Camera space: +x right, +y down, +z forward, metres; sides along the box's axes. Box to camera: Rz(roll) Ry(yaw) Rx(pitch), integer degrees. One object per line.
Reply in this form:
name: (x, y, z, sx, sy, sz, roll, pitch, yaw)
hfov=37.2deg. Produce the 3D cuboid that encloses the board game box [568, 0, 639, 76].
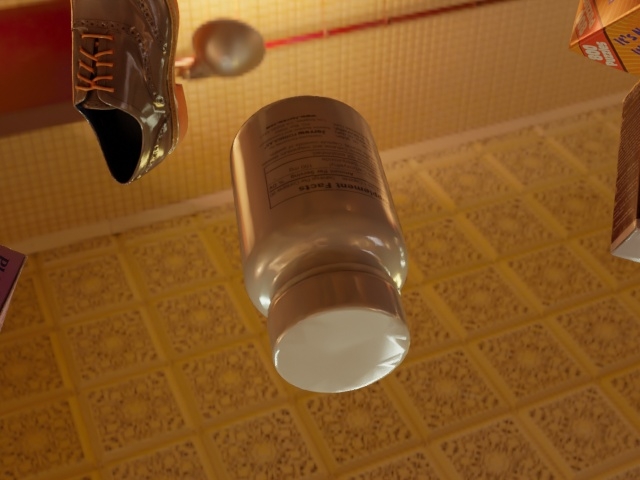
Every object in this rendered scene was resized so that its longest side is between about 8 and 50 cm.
board game box: (0.494, -0.318, 0.835, 0.356, 0.356, 0.356, 16, 175, -10)

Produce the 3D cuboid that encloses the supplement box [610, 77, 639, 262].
supplement box: (0.432, -0.081, 1.150, 0.130, 0.073, 0.239, 16, -120, -3)

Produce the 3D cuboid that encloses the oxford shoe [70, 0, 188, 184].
oxford shoe: (-0.254, -0.235, 1.200, 0.130, 0.364, 0.133, 6, -139, 20)

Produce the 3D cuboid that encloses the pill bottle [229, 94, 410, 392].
pill bottle: (0.000, 0.000, 0.764, 0.131, 0.131, 0.229, -5, -135, -7)

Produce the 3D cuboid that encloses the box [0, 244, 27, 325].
box: (-0.406, 0.065, 0.818, 0.243, 0.213, 0.117, 23, -131, -14)
